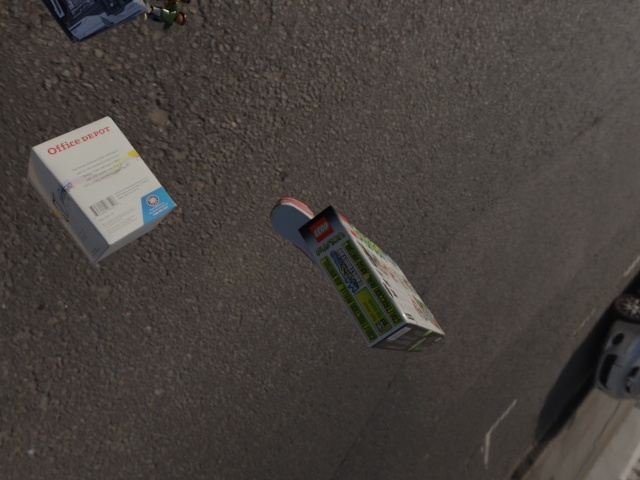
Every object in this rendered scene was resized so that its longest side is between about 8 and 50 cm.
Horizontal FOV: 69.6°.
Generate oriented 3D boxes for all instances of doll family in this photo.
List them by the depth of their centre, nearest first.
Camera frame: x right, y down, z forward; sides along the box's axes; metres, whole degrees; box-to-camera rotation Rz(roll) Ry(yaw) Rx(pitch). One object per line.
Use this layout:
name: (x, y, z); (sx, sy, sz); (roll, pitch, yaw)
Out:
doll family: (-0.275, -0.496, 0.882); (0.111, 0.193, 0.076); (-16, 76, -47)

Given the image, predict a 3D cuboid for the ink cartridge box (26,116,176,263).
ink cartridge box: (-0.468, -0.103, 0.980); (0.171, 0.168, 0.232); (-40, 99, -38)

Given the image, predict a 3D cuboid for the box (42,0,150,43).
box: (-0.243, -0.351, 0.350); (0.077, 0.242, 0.307); (-22, 138, 3)

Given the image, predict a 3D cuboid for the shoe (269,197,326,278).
shoe: (0.000, 0.000, 0.698); (0.178, 0.081, 0.063); (39, 100, -12)

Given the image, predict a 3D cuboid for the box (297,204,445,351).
box: (0.060, 0.048, 0.440); (0.036, 0.114, 0.207); (-37, 155, 10)
